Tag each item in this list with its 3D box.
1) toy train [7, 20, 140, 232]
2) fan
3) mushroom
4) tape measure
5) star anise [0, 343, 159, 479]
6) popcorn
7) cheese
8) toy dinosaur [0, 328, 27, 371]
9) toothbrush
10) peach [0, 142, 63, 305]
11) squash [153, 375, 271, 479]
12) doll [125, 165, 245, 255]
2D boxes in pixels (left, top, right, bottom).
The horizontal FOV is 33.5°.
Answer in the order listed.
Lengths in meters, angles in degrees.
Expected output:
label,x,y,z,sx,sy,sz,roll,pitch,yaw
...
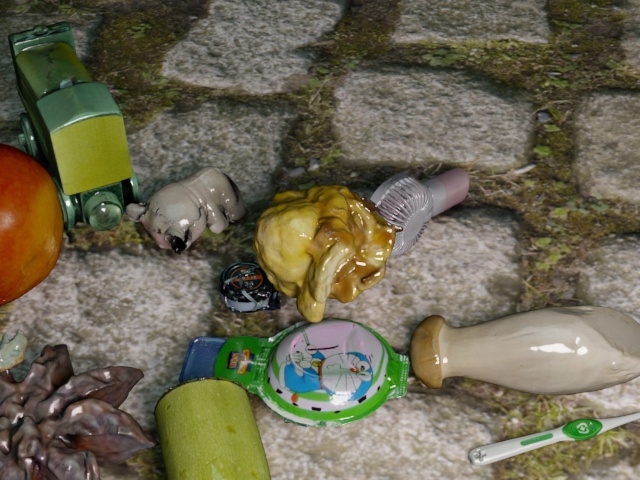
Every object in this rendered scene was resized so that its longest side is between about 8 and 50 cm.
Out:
label,x,y,z,sx,sy,sz,roll,pitch,yaw
toy train,-0.427,-0.198,1.815,0.160,0.253,0.397,-19,45,-18
fan,0.159,-0.059,1.731,0.074,0.130,0.244,33,40,29
mushroom,0.299,0.153,1.482,0.350,0.128,0.128,-1,42,9
tape measure,-0.109,0.071,1.644,0.094,0.054,0.091,0,40,-6
star anise,-0.373,0.258,1.408,0.332,0.117,0.331,-4,49,5
popcorn,-0.002,0.003,1.562,0.191,0.190,0.253,-48,11,-1
cheese,-0.037,0.180,1.497,0.320,0.083,0.204,4,43,7
toy dinosaur,-0.538,0.230,1.318,0.205,0.092,0.393,30,55,-7
toothbrush,0.344,0.258,1.433,0.304,0.030,0.030,-14,43,-7
peach,-0.530,-0.015,1.635,0.281,0.238,0.281,21,54,-30
squash,-0.129,0.302,1.338,0.132,0.132,0.247,-11,48,-8
doll,-0.217,-0.052,1.758,0.149,0.095,0.192,30,49,28
